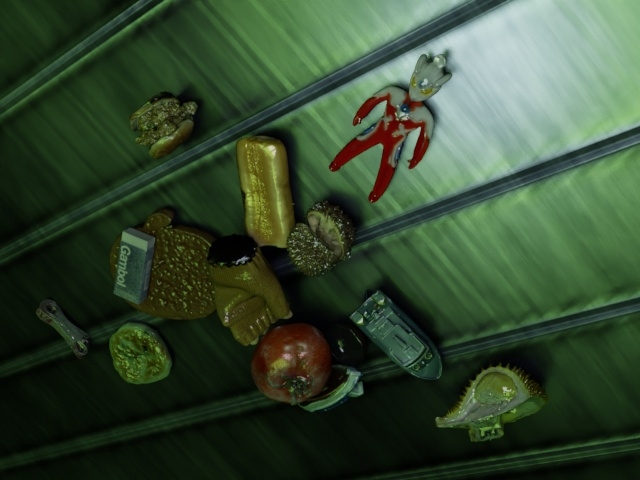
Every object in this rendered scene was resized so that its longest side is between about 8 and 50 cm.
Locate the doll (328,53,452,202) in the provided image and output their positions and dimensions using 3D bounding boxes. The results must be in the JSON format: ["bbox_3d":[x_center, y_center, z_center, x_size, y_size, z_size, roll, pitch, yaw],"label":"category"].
[{"bbox_3d":[0.173,-0.264,1.427,0.188,0.099,0.384,36,124,3],"label":"doll"}]

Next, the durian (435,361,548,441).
[{"bbox_3d":[0.445,0.426,1.588,0.306,0.166,0.172,-28,103,30],"label":"durian"}]

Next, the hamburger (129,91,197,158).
[{"bbox_3d":[-0.393,-0.298,1.602,0.185,0.159,0.131,-37,93,3],"label":"hamburger"}]

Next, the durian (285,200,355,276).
[{"bbox_3d":[0.000,0.000,1.576,0.196,0.196,0.167,-42,73,31],"label":"durian"}]

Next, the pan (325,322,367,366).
[{"bbox_3d":[0.048,0.276,1.745,0.202,0.048,0.128,14,120,35],"label":"pan"}]

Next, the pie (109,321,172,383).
[{"bbox_3d":[-0.590,0.375,2.036,0.241,0.054,0.240,7,114,17],"label":"pie"}]

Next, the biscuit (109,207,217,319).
[{"bbox_3d":[-0.442,0.071,1.831,0.395,0.070,0.350,8,112,18],"label":"biscuit"}]

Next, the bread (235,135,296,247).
[{"bbox_3d":[-0.137,-0.125,1.607,0.142,0.091,0.305,1,114,13],"label":"bread"}]

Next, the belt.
[{"bbox_3d":[-0.865,0.295,2.103,0.232,0.071,0.053,49,127,-1],"label":"belt"}]

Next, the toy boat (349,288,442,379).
[{"bbox_3d":[0.212,0.260,1.631,0.114,0.122,0.296,-45,95,7],"label":"toy boat"}]

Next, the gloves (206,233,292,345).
[{"bbox_3d":[-0.194,0.134,1.692,0.203,0.155,0.356,-8,125,5],"label":"gloves"}]

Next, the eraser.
[{"bbox_3d":[-0.539,0.075,1.802,0.092,0.046,0.212,22,115,12],"label":"eraser"}]

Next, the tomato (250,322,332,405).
[{"bbox_3d":[-0.081,0.332,1.706,0.232,0.188,0.231,-1,122,-2],"label":"tomato"}]

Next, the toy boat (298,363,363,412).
[{"bbox_3d":[0.032,0.433,1.795,0.262,0.114,0.115,-28,134,30],"label":"toy boat"}]
